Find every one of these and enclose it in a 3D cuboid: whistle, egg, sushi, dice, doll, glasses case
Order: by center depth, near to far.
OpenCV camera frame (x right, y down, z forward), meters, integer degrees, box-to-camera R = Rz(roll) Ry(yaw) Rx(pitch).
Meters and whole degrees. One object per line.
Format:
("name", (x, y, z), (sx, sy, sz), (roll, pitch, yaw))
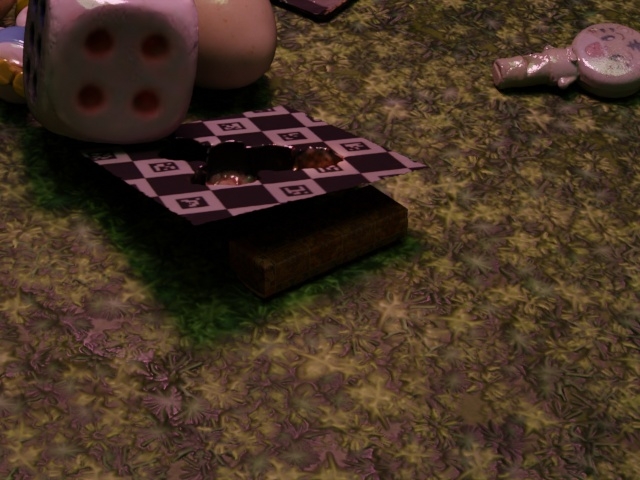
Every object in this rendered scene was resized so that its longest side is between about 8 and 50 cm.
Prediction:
("glasses case", (0.000, 0.000, 1.632), (0.218, 0.049, 0.075), (-23, 39, -31))
("sushi", (-0.094, -0.073, 1.676), (0.339, 0.068, 0.320), (-15, 28, -34))
("dice", (-0.266, -0.238, 1.698), (0.192, 0.193, 0.194), (0, 27, -23))
("doll", (-0.400, -0.271, 1.873), (0.135, 0.098, 0.241), (3, 41, 7))
("egg", (-0.165, -0.310, 1.880), (0.254, 0.188, 0.189), (41, 50, 23))
("whistle", (0.381, -0.257, 1.989), (0.258, 0.067, 0.126), (-8, 54, -10))

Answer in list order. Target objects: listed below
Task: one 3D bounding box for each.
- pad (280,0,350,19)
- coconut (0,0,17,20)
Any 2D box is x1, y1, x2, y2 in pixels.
("pad", (-0.045, -0.423, 2.167), (0.233, 0.022, 0.174), (23, 42, 22))
("coconut", (-0.550, -0.392, 1.906), (0.237, 0.236, 0.197), (21, 13, 18))
